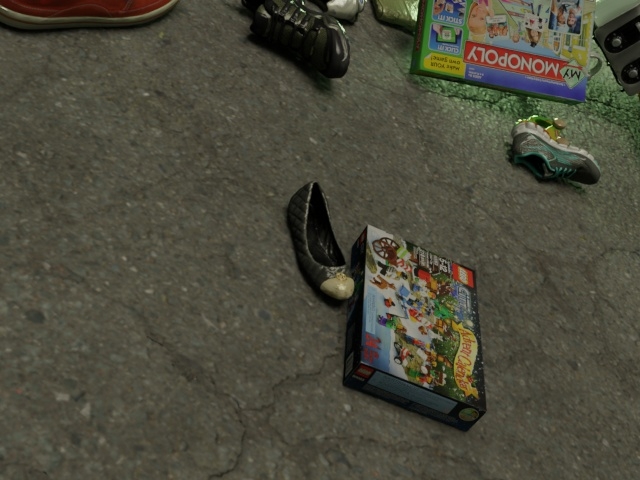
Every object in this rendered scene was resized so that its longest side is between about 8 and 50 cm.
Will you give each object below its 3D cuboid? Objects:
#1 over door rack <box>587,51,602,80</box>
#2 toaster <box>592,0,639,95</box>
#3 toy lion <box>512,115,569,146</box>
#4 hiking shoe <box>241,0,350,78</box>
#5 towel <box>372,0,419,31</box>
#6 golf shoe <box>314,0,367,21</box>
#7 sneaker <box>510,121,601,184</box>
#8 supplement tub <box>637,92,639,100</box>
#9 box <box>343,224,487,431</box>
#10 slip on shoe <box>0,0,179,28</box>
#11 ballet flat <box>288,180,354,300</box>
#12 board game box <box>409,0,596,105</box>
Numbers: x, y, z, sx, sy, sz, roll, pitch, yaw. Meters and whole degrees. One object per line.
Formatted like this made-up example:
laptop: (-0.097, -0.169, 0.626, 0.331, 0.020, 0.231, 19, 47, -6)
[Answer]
over door rack: (0.338, -0.393, 1.796, 0.324, 0.108, 0.239, 4, 44, -12)
toaster: (0.579, -0.392, 1.818, 0.168, 0.110, 0.185, 52, 22, -28)
toy lion: (0.376, -0.184, 1.641, 0.096, 0.034, 0.100, 19, 39, -6)
hiking shoe: (-0.048, -0.316, 1.451, 0.114, 0.086, 0.227, -19, 55, -31)
towel: (0.138, -0.433, 1.743, 0.110, 0.027, 0.148, 15, 40, -24)
golf shoe: (0.008, -0.447, 1.634, 0.086, 0.069, 0.176, -8, 52, -33)
sneaker: (0.380, -0.124, 1.565, 0.166, 0.065, 0.076, 25, 54, -5)
supplement tub: (0.729, -0.258, 1.830, 0.207, 0.207, 0.338, 24, 38, -13)
box: (0.111, 0.097, 1.126, 0.159, 0.044, 0.233, 22, 39, -14)
slip on shoe: (-0.297, -0.358, 1.286, 0.123, 0.101, 0.331, 45, 37, 18)
ballet flat: (0.000, 0.000, 1.148, 0.057, 0.049, 0.173, 4, 46, -32)
board game box: (0.317, -0.364, 1.636, 0.317, 0.046, 0.213, 7, 88, -18)
